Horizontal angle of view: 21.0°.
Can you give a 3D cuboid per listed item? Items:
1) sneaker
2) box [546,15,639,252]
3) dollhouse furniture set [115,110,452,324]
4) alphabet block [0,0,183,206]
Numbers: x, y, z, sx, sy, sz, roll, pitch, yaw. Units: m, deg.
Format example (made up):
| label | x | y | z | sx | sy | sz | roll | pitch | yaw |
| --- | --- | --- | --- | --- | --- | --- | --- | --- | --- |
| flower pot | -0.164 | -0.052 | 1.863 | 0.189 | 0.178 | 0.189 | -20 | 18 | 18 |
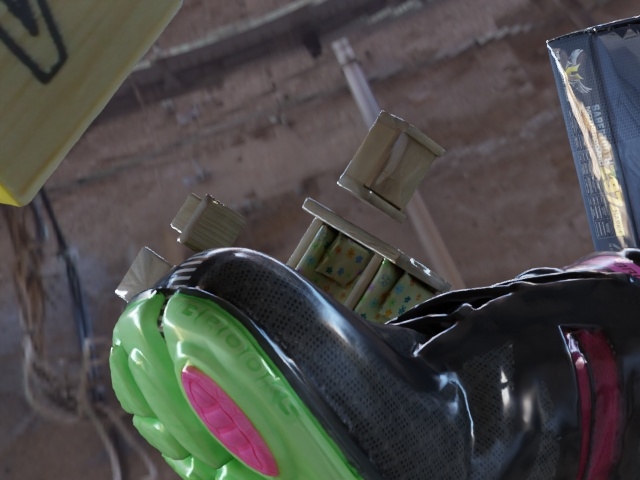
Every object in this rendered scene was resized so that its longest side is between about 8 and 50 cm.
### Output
| label | x | y | z | sx | sy | sz | roll | pitch | yaw |
| --- | --- | --- | --- | --- | --- | --- | --- | --- | --- |
| sneaker | 0.089 | 0.083 | 0.869 | 0.483 | 0.185 | 0.202 | 24 | -96 | -45 |
| box | 0.297 | -0.078 | 1.482 | 0.183 | 0.059 | 0.233 | -15 | -88 | -38 |
| dollhouse furniture set | 0.000 | 0.000 | 1.024 | 0.161 | 0.101 | 0.182 | 31 | -90 | -47 |
| alphabet block | -0.251 | -0.163 | 1.197 | 0.193 | 0.192 | 0.197 | 48 | -112 | -31 |
